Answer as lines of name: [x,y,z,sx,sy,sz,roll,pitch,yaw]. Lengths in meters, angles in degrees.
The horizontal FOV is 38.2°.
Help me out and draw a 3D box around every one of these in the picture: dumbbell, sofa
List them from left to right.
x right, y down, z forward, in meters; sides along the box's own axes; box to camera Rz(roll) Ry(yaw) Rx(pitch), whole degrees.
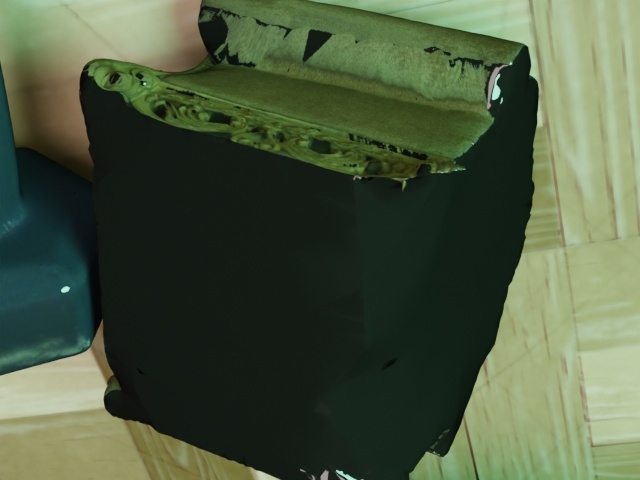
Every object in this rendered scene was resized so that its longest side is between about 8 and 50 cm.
dumbbell: [-0.185,-0.079,0.454,0.156,0.143,0.316,-13,133,-19]
sofa: [0.000,0.000,0.523,0.200,0.182,0.258,16,124,19]
